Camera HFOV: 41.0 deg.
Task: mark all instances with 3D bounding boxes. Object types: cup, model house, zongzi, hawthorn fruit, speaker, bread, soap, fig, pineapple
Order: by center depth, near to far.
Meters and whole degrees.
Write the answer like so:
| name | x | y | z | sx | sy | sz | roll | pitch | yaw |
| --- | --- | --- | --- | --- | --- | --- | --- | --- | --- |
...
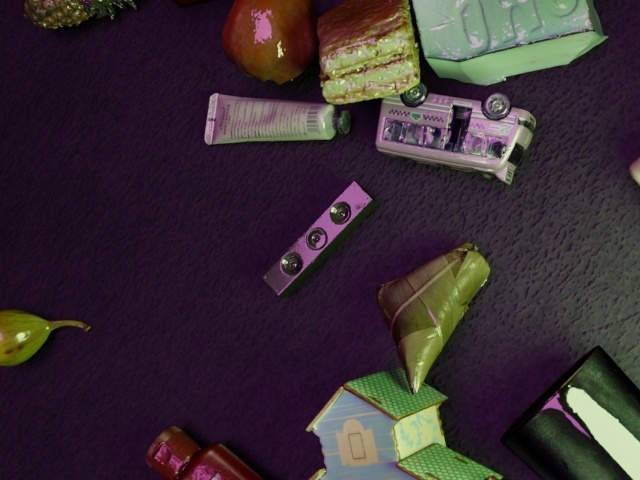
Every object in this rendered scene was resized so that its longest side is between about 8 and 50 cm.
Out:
| name | x | y | z | sx | sy | sz | roll | pitch | yaw |
| --- | --- | --- | --- | --- | --- | --- | --- | --- | --- |
| cup | 0.324 | 0.262 | 1.038 | 0.166 | 0.239 | 0.177 | -36 | 74 | -32 |
| model house | 0.088 | 0.266 | 1.071 | 0.271 | 0.178 | 0.207 | -17 | 84 | 38 |
| zongzi | 0.159 | 0.093 | 1.094 | 0.160 | 0.078 | 0.176 | -36 | 34 | 13 |
| soap | 0.250 | -0.297 | 1.139 | 0.230 | 0.091 | 0.145 | -15 | 79 | 19 |
| bread | 0.064 | -0.260 | 1.143 | 0.138 | 0.196 | 0.102 | -18 | 118 | 16 |
| speaker | 0.000 | 0.000 | 1.215 | 0.191 | 0.046 | 0.040 | -46 | 73 | 8 |
| hawthorn fruit | -0.072 | -0.314 | 1.222 | 0.149 | 0.149 | 0.189 | -6 | 88 | 19 |
| fig | -0.454 | 0.155 | 1.359 | 0.166 | 0.093 | 0.093 | 1 | 82 | -20 |
| pineapple | -0.380 | -0.398 | 1.381 | 0.197 | 0.108 | 0.108 | -3 | 82 | 7 |

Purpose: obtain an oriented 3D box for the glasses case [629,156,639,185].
| name | x | y | z | sx | sy | sz | roll | pitch | yaw |
| --- | --- | --- | --- | --- | --- | --- | --- | --- | --- |
| glasses case | 0.457 | -0.032 | 1.033 | 0.050 | 0.083 | 0.196 | -47 | 69 | 24 |

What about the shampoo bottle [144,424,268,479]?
| name | x | y | z | sx | sy | sz | roll | pitch | yaw |
| --- | --- | --- | --- | --- | --- | --- | --- | --- | --- |
| shampoo bottle | -0.110 | 0.378 | 1.192 | 0.314 | 0.076 | 0.118 | 35 | 98 | 20 |

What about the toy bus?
| name | x | y | z | sx | sy | sz | roll | pitch | yaw |
| --- | --- | --- | --- | --- | --- | --- | --- | --- | --- |
| toy bus | 0.178 | -0.146 | 1.143 | 0.198 | 0.096 | 0.108 | 14 | 92 | 23 |

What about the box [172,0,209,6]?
| name | x | y | z | sx | sy | sz | roll | pitch | yaw |
| --- | --- | --- | --- | --- | --- | --- | --- | --- | --- |
| box | -0.141 | -0.420 | 1.261 | 0.239 | 0.153 | 0.074 | -6 | 77 | 19 |

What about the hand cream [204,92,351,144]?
| name | x | y | z | sx | sy | sz | roll | pitch | yaw |
| --- | --- | --- | --- | --- | --- | --- | --- | --- | --- |
| hand cream | -0.068 | -0.177 | 1.265 | 0.233 | 0.050 | 0.080 | 6 | 86 | 25 |
